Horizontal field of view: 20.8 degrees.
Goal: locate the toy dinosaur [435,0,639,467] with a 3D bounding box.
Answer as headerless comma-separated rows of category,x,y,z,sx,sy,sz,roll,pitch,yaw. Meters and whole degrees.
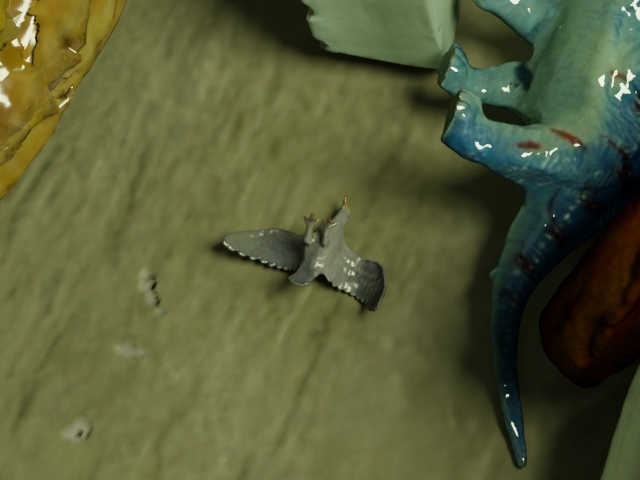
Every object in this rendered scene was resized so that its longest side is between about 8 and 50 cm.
toy dinosaur,0.114,-0.076,0.778,0.144,0.076,0.329,35,74,-9

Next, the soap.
soap,0.041,-0.190,0.825,0.066,0.119,0.198,6,67,16

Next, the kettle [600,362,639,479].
kettle,0.201,0.120,0.551,0.265,0.205,0.318,16,93,20

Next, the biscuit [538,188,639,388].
biscuit,0.162,-0.016,0.680,0.192,0.192,0.049,-44,75,-9

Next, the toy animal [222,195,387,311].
toy animal,0.000,0.000,0.796,0.084,0.028,0.050,25,81,21

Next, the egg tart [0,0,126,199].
egg tart,-0.297,-0.170,0.829,0.443,0.178,0.443,-4,77,17
